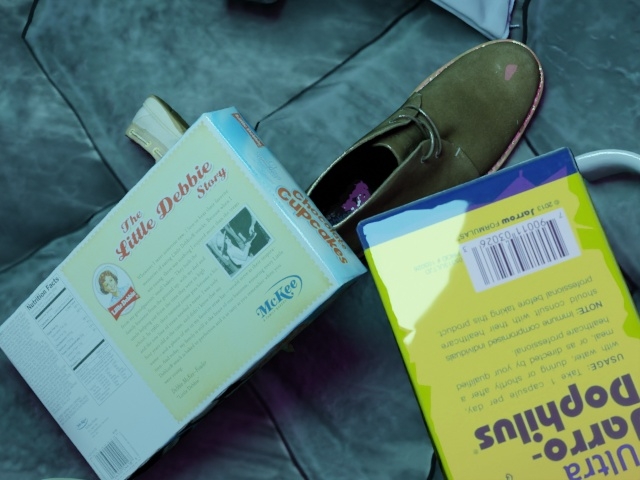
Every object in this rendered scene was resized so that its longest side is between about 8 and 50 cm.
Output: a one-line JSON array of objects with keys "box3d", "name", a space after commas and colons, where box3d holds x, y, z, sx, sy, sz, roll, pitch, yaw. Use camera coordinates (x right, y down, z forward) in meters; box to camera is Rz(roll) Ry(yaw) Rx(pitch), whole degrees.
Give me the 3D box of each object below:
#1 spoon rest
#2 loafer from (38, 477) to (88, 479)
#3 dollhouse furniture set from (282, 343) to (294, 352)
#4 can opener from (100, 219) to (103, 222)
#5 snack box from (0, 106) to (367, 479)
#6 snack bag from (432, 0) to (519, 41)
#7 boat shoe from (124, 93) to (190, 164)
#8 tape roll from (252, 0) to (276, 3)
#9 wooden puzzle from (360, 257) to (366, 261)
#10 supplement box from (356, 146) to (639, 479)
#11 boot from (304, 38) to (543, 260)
[{"box3d": [0.309, 0.037, 1.261, 0.084, 0.137, 0.276, -27, 68, 23], "name": "spoon rest"}, {"box3d": [-0.164, 0.287, 1.266, 0.268, 0.092, 0.102, 22, 80, 11], "name": "loafer"}, {"box3d": [-0.081, 0.041, 1.324, 0.058, 0.076, 0.152, -23, 66, -2], "name": "dollhouse furniture set"}, {"box3d": [-0.158, 0.064, 1.339, 0.073, 0.059, 0.186, -16, 85, -25], "name": "can opener"}, {"box3d": [-0.132, 0.057, 1.249, 0.322, 0.060, 0.187, -43, 81, 26], "name": "snack box"}, {"box3d": [0.088, -0.391, 1.315, 0.037, 0.342, 0.323, -3, 72, 48], "name": "snack bag"}, {"box3d": [-0.131, -0.068, 1.353, 0.059, 0.063, 0.170, -45, 54, 7], "name": "boat shoe"}, {"box3d": [-0.061, -0.335, 1.332, 0.072, 0.219, 0.219, 12, 79, 10], "name": "tape roll"}, {"box3d": [0.000, 0.000, 1.356, 0.116, 0.014, 0.079, -22, 80, 1], "name": "wooden puzzle"}, {"box3d": [0.183, 0.135, 1.211, 0.195, 0.194, 0.357, -20, 76, 1], "name": "supplement box"}, {"box3d": [0.096, -0.086, 1.307, 0.305, 0.115, 0.112, -41, 80, -11], "name": "boot"}]
